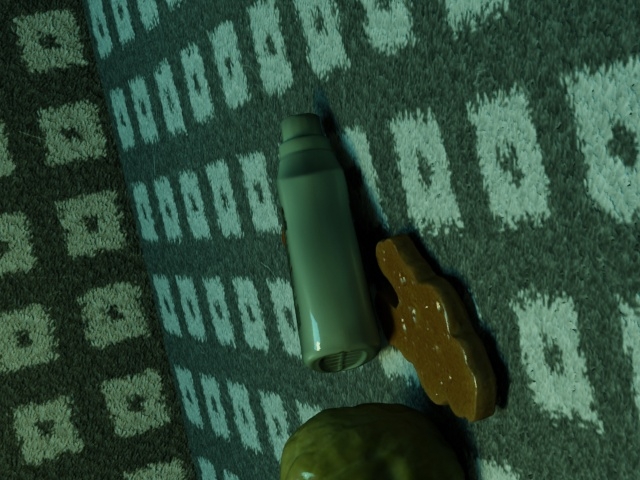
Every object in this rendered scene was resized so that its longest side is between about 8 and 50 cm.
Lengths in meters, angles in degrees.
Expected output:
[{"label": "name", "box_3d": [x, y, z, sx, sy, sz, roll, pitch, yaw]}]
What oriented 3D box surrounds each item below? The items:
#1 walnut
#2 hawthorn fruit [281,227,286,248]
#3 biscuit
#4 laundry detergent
[{"label": "walnut", "box_3d": [0.073, 0.383, 2.032, 0.282, 0.276, 0.253, 95, 163, -63]}, {"label": "hawthorn fruit", "box_3d": [-0.027, -0.005, 2.310, 0.093, 0.081, 0.081, 106, 146, -79]}, {"label": "biscuit", "box_3d": [0.164, 0.130, 1.936, 0.334, 0.047, 0.202, -127, 29, -52]}, {"label": "laundry detergent", "box_3d": [0.000, 0.000, 2.151, 0.264, 0.124, 0.398, 82, 177, -77]}]
